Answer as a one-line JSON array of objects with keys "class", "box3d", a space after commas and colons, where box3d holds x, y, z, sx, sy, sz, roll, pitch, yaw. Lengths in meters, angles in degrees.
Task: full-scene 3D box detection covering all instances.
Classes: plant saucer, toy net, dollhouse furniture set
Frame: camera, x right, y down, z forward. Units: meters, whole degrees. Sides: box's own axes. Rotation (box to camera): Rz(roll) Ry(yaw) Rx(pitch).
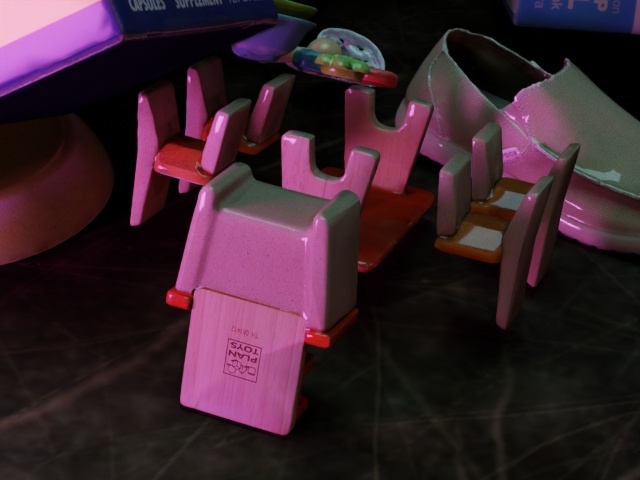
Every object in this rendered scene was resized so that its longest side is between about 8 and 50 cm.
[{"class": "plant saucer", "box3d": [-0.262, -0.058, 1.156, 0.241, 0.037, 0.241, 3, 34, -2]}, {"class": "toy net", "box3d": [0.009, -0.138, 1.206, 0.122, 0.045, 0.232, 13, 5, 16]}, {"class": "dollhouse furniture set", "box3d": [0.000, 0.000, 1.051, 0.262, 0.135, 0.259, 15, 23, 16]}]

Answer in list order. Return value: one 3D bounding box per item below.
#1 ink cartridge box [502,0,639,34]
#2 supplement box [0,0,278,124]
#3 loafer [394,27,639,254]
[{"class": "ink cartridge box", "box3d": [0.346, -0.266, 1.382, 0.395, 0.166, 0.285, 4, 19, 0]}, {"class": "supplement box", "box3d": [-0.203, -0.263, 1.047, 0.195, 0.356, 0.194, -20, 1, 28]}, {"class": "loafer", "box3d": [0.169, -0.072, 1.176, 0.268, 0.092, 0.102, 23, 37, 27]}]
